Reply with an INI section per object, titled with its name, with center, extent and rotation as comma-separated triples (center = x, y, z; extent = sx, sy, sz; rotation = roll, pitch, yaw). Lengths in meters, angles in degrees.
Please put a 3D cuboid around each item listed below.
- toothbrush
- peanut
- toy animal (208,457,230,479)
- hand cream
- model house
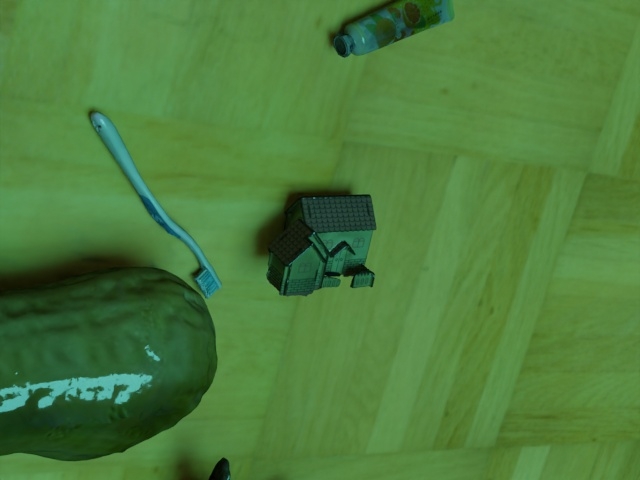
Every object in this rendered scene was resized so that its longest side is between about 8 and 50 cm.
[toothbrush]
center = -0.102, -0.022, 0.811
extent = 0.017, 0.014, 0.162
rotation = -52, 133, -28
[peanut]
center = -0.173, 0.083, 0.751
extent = 0.236, 0.120, 0.110
rotation = -13, 84, -24
[toy animal]
center = -0.084, 0.233, 0.909
extent = 0.179, 0.089, 0.188
rotation = -22, 128, -11
[hand cream]
center = 0.052, -0.148, 0.855
extent = 0.102, 0.022, 0.035
rotation = -27, 121, -28
[model house]
center = 0.000, 0.000, 0.866
extent = 0.083, 0.057, 0.058
rotation = -1, 117, -33
